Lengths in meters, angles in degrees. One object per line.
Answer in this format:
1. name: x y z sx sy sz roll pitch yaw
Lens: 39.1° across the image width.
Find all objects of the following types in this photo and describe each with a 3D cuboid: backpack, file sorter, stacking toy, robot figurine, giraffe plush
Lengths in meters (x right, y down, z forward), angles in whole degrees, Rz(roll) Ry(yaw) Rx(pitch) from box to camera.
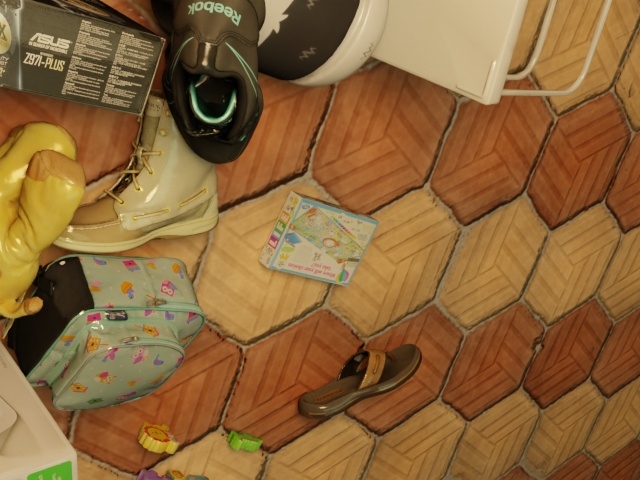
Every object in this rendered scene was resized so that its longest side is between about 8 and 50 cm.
1. backpack: -0.222 0.097 0.994 0.188 0.144 0.166 -8 148 -47
2. file sorter: 0.158 -0.285 0.995 0.173 0.278 0.192 -8 120 -41
3. stacking toy: -0.190 0.340 1.243 0.221 0.052 0.166 19 102 -45
4. robot figurine: -0.058 -0.259 0.904 0.278 0.209 0.173 14 76 -42
5. giraffe plush: -0.336 -0.028 0.823 0.171 0.181 0.210 19 85 -33

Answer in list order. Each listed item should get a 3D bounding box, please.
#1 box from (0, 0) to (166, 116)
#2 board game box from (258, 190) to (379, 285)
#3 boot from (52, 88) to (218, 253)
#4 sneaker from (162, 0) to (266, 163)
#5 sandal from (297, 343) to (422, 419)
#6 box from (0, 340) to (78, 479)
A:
1. box: -0.256 -0.184 0.799 0.180 0.147 0.077 7 111 -41
2. board game box: 0.000 0.000 1.211 0.154 0.026 0.103 16 104 -44
3. boot: -0.195 -0.078 0.967 0.213 0.077 0.165 -13 124 -40
4. sneaker: -0.105 -0.132 0.829 0.101 0.106 0.267 5 155 -2
5. sandal: 0.059 0.199 1.358 0.219 0.090 0.060 -20 105 -21
6. box: -0.386 0.211 0.851 0.231 0.262 0.126 -13 122 -33
